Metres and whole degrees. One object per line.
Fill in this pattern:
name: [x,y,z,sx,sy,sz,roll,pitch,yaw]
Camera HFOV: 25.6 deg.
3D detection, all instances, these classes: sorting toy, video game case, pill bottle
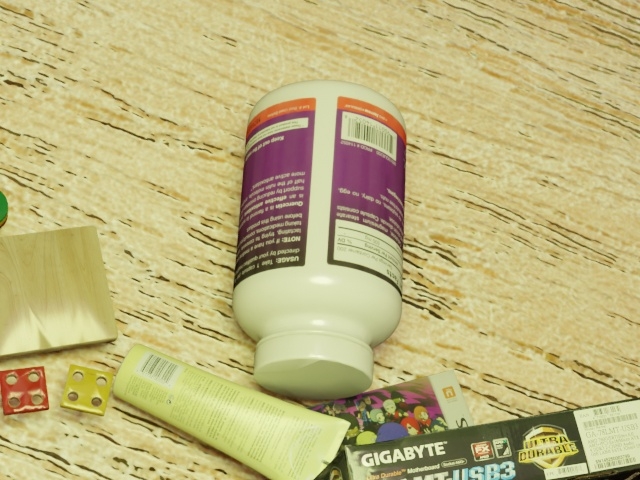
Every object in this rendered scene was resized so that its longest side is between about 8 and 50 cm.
sorting toy: [-0.291,0.068,1.490,0.132,0.046,0.274,-8,67,-18]
video game case: [0.071,0.262,1.491,0.232,0.042,0.210,-12,67,-19]
pill bottle: [0.000,0.000,1.520,0.182,0.181,0.322,9,64,-10]

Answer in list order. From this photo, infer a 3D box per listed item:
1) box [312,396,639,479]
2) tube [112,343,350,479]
box: [0.131,0.238,1.325,0.293,0.295,0.073,-5,68,-15]
tube: [-0.097,0.183,1.455,0.240,0.070,0.062,23,31,9]
